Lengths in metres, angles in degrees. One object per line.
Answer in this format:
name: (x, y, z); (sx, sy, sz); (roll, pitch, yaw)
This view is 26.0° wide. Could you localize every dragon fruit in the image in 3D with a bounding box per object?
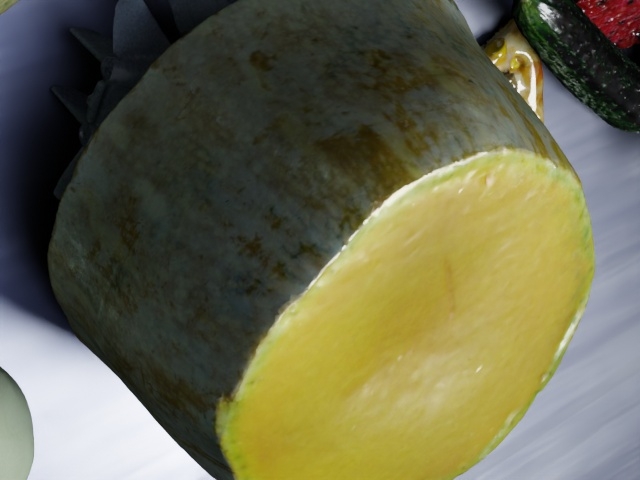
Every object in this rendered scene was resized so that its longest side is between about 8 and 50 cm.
dragon fruit: (0.241, -0.209, 1.110); (0.131, 0.063, 0.097); (-7, 144, -27)

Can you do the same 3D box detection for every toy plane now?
toy plane: (-0.041, -0.086, 0.916); (0.267, 0.088, 0.212); (3, 124, -38)

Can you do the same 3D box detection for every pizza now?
pizza: (0.144, -0.090, 1.076); (0.185, 0.036, 0.176); (34, 82, -36)

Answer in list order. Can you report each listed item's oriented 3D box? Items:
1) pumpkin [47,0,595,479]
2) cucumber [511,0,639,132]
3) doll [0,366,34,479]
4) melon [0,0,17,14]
pumpkin: (0.025, 0.021, 0.857); (0.332, 0.199, 0.332); (-28, 145, -23)
cucumber: (0.199, -0.144, 1.062); (0.052, 0.058, 0.215); (-55, 142, 6)
doll: (-0.245, 0.088, 0.815); (0.155, 0.113, 0.275); (-24, 122, -18)
melon: (-0.207, -0.256, 0.663); (0.248, 0.248, 0.329); (1, 105, -35)
